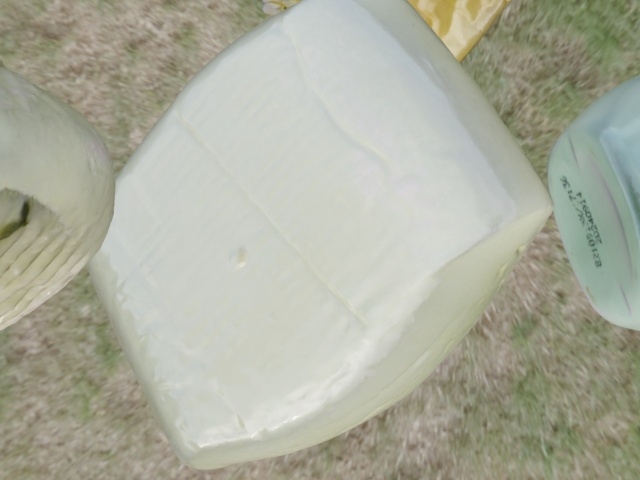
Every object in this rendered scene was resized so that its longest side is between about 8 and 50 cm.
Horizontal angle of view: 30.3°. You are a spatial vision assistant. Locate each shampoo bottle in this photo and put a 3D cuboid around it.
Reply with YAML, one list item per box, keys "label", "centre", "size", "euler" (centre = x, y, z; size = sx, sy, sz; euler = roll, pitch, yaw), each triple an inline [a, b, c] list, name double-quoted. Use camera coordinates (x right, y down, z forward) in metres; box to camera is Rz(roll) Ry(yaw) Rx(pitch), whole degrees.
- label: "shampoo bottle"
  centre: [0.378, -0.053, 0.983]
  size: [0.349, 0.151, 0.222]
  euler: [-14, 77, -15]

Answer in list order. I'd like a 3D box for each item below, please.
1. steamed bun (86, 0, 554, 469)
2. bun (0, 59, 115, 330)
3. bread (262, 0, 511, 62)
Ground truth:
- label: "steamed bun"
  centre: [0.000, 0.000, 0.657]
  size: [0.250, 0.155, 0.200]
  euler: [-43, 70, 23]
- label: "bun"
  centre: [-0.188, -0.007, 0.385]
  size: [0.210, 0.237, 0.116]
  euler: [-32, 75, 32]
- label: "bread"
  centre: [0.094, -0.255, 0.949]
  size: [0.288, 0.152, 0.119]
  euler: [-51, 43, 9]
